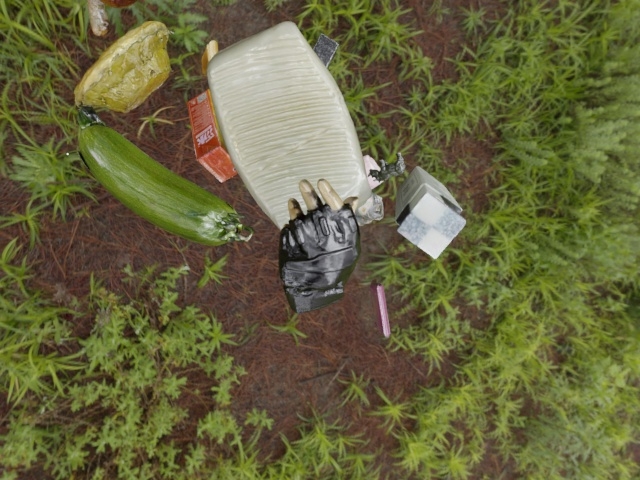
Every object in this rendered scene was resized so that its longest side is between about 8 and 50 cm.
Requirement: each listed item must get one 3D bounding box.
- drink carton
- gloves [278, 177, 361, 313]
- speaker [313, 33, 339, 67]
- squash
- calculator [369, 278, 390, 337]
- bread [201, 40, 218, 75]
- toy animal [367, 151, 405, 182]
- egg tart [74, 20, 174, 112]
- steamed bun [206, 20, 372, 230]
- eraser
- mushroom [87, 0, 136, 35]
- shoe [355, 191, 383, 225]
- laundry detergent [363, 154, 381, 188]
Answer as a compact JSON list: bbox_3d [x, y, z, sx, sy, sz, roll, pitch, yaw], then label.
[{"bbox_3d":[-0.255,-0.254,1.105,0.071,0.223,0.096,-28,144,12],"label":"drink carton"},{"bbox_3d":[0.000,0.000,0.729,0.164,0.124,0.203,-31,141,-30],"label":"gloves"},{"bbox_3d":[0.003,-0.430,1.096,0.044,0.218,0.082,27,104,-7],"label":"speaker"},{"bbox_3d":[-0.211,-0.067,0.587,0.080,0.318,0.071,-56,163,2],"label":"squash"},{"bbox_3d":[0.145,0.165,1.154,0.034,0.190,0.127,-10,89,3],"label":"calculator"},{"bbox_3d":[-0.353,-0.581,1.481,0.049,0.062,0.103,-3,88,-48],"label":"bread"},{"bbox_3d":[0.199,-0.216,1.410,0.047,0.135,0.065,3,74,-55],"label":"toy animal"},{"bbox_3d":[-0.529,-0.464,1.288,0.341,0.341,0.132,-47,111,-13],"label":"egg tart"},{"bbox_3d":[-0.059,-0.207,0.935,0.247,0.236,0.384,-27,93,3],"label":"steamed bun"},{"bbox_3d":[0.221,-0.076,0.984,0.096,0.404,0.098,36,107,-1],"label":"eraser"},{"bbox_3d":[-0.242,-0.297,0.532,0.088,0.072,0.130,-46,162,-48],"label":"mushroom"},{"bbox_3d":[0.141,-0.100,1.341,0.180,0.092,0.089,35,56,-66],"label":"shoe"},{"bbox_3d":[0.058,-0.180,1.657,0.335,0.088,0.159,-28,145,19],"label":"laundry detergent"}]
